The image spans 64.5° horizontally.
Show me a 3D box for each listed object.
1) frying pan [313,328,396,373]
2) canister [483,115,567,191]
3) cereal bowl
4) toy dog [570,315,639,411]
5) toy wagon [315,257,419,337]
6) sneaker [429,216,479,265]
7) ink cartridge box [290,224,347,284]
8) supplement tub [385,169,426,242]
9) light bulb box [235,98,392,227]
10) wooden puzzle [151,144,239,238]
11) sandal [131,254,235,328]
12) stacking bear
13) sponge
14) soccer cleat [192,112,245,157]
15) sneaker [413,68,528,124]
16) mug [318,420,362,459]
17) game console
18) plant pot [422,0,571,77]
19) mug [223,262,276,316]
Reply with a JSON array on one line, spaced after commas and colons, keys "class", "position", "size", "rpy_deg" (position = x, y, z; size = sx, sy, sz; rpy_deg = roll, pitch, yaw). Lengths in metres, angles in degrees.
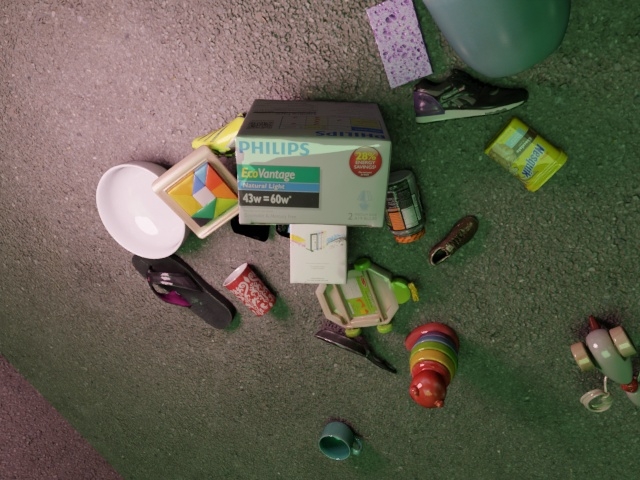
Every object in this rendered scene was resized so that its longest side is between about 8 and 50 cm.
[{"class": "frying pan", "position": [0.131, 0.378, 1.747], "size": [0.325, 0.197, 0.053], "rpy_deg": [21, 78, 4]}, {"class": "canister", "position": [0.531, -0.227, 1.323], "size": [0.169, 0.073, 0.126], "rpy_deg": [37, 122, -1]}, {"class": "cereal bowl", "position": [-0.575, -0.117, 1.723], "size": [0.338, 0.141, 0.339], "rpy_deg": [8, 120, 15]}, {"class": "toy dog", "position": [0.862, 0.347, 1.495], "size": [0.220, 0.161, 0.334], "rpy_deg": [-12, 127, 21]}, {"class": "toy wagon", "position": [0.160, 0.184, 1.673], "size": [0.344, 0.068, 0.267], "rpy_deg": [-12, 112, 24]}, {"class": "sneaker", "position": [0.394, 0.011, 1.496], "size": [0.066, 0.071, 0.188], "rpy_deg": [37, 123, -3]}, {"class": "ink cartridge box", "position": [0.000, 0.000, 1.518], "size": [0.168, 0.171, 0.233], "rpy_deg": [1, 97, 5]}, {"class": "supplement tub", "position": [0.237, -0.097, 1.467], "size": [0.116, 0.117, 0.191], "rpy_deg": [-10, 114, 23]}, {"class": "light bulb box", "position": [-0.018, -0.211, 1.304], "size": [0.357, 0.361, 0.226], "rpy_deg": [2, 119, 0]}, {"class": "wooden puzzle", "position": [-0.365, -0.143, 1.575], "size": [0.220, 0.044, 0.239], "rpy_deg": [-35, 117, 8]}, {"class": "sandal", "position": [-0.518, 0.182, 1.882], "size": [0.445, 0.107, 0.168], "rpy_deg": [35, 122, -1]}, {"class": "stacking bear", "position": [0.348, 0.405, 1.593], "size": [0.175, 0.289, 0.164], "rpy_deg": [30, 122, 2]}, {"class": "sponge", "position": [0.207, -0.512, 1.308], "size": [0.117, 0.031, 0.210], "rpy_deg": [-13, 112, 25]}, {"class": "soccer cleat", "position": [-0.266, -0.325, 1.555], "size": [0.288, 0.093, 0.121], "rpy_deg": [-3, 85, 25]}, {"class": "sneaker", "position": [0.374, -0.376, 1.283], "size": [0.283, 0.107, 0.124], "rpy_deg": [-4, 109, 21]}, {"class": "mug", "position": [0.077, 0.791, 2.005], "size": [0.157, 0.097, 0.129], "rpy_deg": [42, 121, -6]}, {"class": "game console", "position": [-0.120, -0.077, 1.645], "size": [0.361, 0.044, 0.213], "rpy_deg": [16, 121, 10]}, {"class": "plant pot", "position": [0.402, -0.507, 1.106], "size": [0.292, 0.293, 0.235], "rpy_deg": [-21, 122, 27]}, {"class": "mug", "position": [-0.248, 0.175, 1.805], "size": [0.113, 0.150, 0.169], "rpy_deg": [-43, 104, -5]}]
